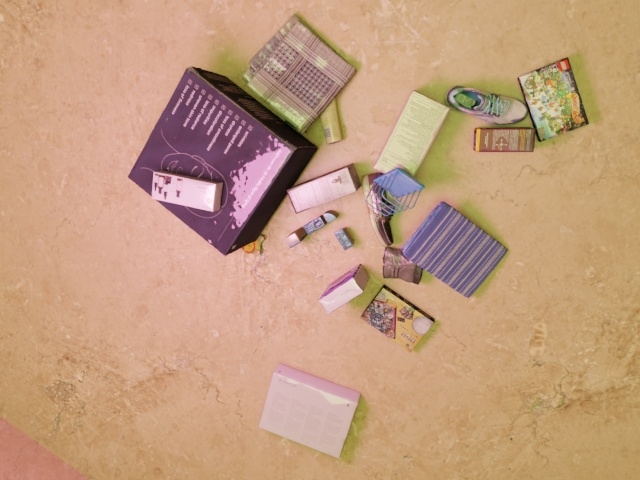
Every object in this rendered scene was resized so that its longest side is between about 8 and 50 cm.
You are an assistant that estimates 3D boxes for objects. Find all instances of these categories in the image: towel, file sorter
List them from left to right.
[{"bbox_3d":[-0.085,-0.604,1.785,0.324,0.056,0.312,42,96,4],"label":"towel"},{"bbox_3d":[0.252,-0.162,1.722,0.118,0.170,0.104,32,73,-16],"label":"file sorter"},{"bbox_3d":[0.489,0.037,1.807,0.336,0.040,0.243,34,101,-16],"label":"towel"}]

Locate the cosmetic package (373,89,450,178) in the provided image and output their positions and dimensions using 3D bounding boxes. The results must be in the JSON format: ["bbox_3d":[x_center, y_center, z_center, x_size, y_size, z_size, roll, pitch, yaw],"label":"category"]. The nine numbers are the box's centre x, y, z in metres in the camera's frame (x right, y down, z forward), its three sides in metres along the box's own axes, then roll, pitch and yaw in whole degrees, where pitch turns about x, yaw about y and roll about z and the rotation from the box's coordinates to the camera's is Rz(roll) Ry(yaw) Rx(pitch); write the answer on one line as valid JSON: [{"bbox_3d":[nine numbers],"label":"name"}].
[{"bbox_3d":[0.321,-0.362,1.751,0.153,0.129,0.296,28,107,3],"label":"cosmetic package"}]

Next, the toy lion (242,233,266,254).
[{"bbox_3d":[-0.279,0.012,2.035,0.096,0.034,0.100,22,107,15],"label":"toy lion"}]

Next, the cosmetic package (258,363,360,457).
[{"bbox_3d":[-0.050,0.728,2.123,0.377,0.097,0.284,19,109,8],"label":"cosmetic package"}]

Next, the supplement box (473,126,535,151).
[{"bbox_3d":[0.627,-0.346,1.697,0.188,0.104,0.081,2,105,12],"label":"supplement box"}]

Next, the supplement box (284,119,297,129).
[{"bbox_3d":[-0.074,-0.461,1.855,0.083,0.056,0.083,33,109,4],"label":"supplement box"}]

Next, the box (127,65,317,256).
[{"bbox_3d":[-0.354,-0.288,1.828,0.471,0.297,0.480,39,109,7],"label":"box"}]

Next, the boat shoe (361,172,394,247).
[{"bbox_3d":[0.231,-0.116,1.849,0.092,0.103,0.285,-16,94,21],"label":"boat shoe"}]

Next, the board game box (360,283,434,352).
[{"bbox_3d":[0.305,0.310,1.966,0.243,0.042,0.165,35,108,3],"label":"board game box"}]

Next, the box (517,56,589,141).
[{"bbox_3d":[0.780,-0.470,1.662,0.159,0.044,0.233,-20,98,17],"label":"box"}]

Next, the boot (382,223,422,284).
[{"bbox_3d":[0.318,0.045,1.881,0.161,0.083,0.247,13,105,16],"label":"boot"}]

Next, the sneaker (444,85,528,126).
[{"bbox_3d":[0.561,-0.452,1.676,0.283,0.122,0.110,14,106,9],"label":"sneaker"}]

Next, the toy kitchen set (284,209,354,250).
[{"bbox_3d":[0.000,0.000,1.917,0.207,0.122,0.166,-31,95,18],"label":"toy kitchen set"}]

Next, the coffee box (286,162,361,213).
[{"bbox_3d":[0.016,-0.196,1.857,0.246,0.141,0.098,-19,99,18],"label":"coffee box"}]

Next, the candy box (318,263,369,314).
[{"bbox_3d":[0.094,0.183,1.901,0.165,0.196,0.070,-36,93,18],"label":"candy box"}]

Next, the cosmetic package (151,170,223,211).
[{"bbox_3d":[-0.459,-0.170,1.700,0.239,0.060,0.099,12,105,13],"label":"cosmetic package"}]

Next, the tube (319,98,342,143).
[{"bbox_3d":[0.028,-0.480,1.831,0.070,0.062,0.240,-17,96,-28],"label":"tube"}]
